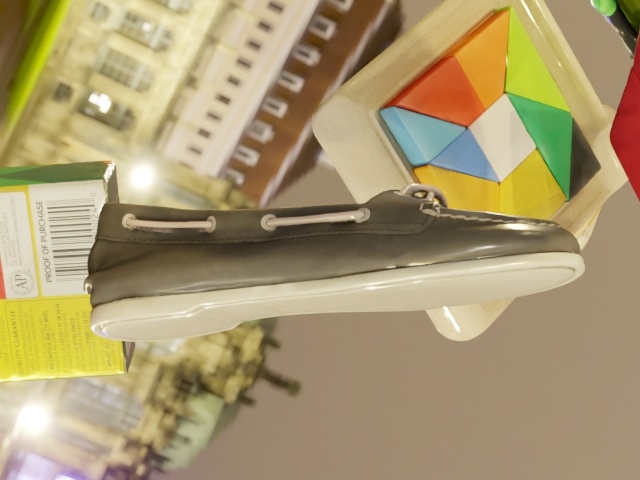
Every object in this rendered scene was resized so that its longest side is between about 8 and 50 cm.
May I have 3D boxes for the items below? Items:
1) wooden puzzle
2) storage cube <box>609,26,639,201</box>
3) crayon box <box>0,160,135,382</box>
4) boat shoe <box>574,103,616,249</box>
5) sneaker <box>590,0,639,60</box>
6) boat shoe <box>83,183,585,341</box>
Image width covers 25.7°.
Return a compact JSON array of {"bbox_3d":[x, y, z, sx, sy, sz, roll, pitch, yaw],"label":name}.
[{"bbox_3d":[0.132,-0.074,1.100,0.239,0.221,0.044,-41,-162,-27],"label":"wooden puzzle"},{"bbox_3d":[0.339,-0.075,0.997,0.183,0.215,0.193,86,-14,-58],"label":"storage cube"},{"bbox_3d":[-0.351,0.035,1.371,0.081,0.319,0.202,-94,-179,-72],"label":"crayon box"},{"bbox_3d":[0.275,-0.069,1.441,0.059,0.063,0.170,85,21,-72],"label":"boat shoe"},{"bbox_3d":[0.390,-0.173,1.402,0.134,0.343,0.146,-44,-173,45],"label":"sneaker"},{"bbox_3d":[0.000,0.000,0.923,0.112,0.335,0.095,41,44,-70],"label":"boat shoe"}]
